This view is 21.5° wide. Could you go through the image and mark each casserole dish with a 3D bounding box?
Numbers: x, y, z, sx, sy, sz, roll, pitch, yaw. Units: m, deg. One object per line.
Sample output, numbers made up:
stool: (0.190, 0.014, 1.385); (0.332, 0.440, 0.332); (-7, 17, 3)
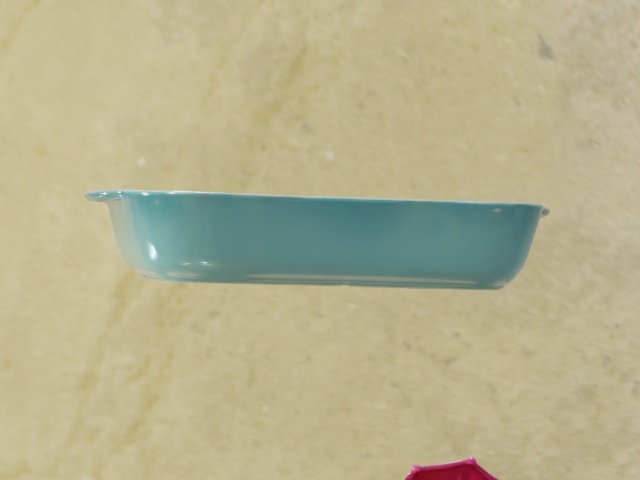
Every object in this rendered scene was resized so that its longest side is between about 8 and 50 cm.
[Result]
casserole dish: (0.000, 0.000, 0.673); (0.188, 0.114, 0.037); (1, 90, -15)

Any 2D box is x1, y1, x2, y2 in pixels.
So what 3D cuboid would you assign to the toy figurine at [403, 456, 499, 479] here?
toy figurine: (0.071, 0.177, 0.876); (0.173, 0.159, 0.130); (-23, 114, 38)
